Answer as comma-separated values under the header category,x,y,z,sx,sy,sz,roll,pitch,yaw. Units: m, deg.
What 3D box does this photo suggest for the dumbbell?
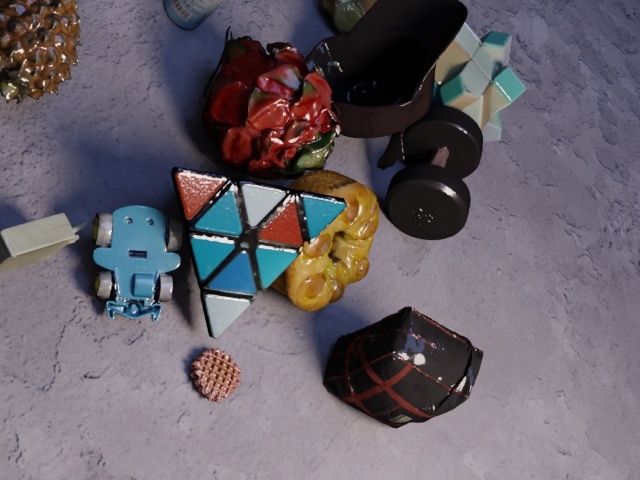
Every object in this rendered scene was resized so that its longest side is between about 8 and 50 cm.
category,x,y,z,sx,sy,sz,roll,pitch,yaw
dumbbell,0.211,-0.123,2.100,0.152,0.152,0.218,37,45,-20

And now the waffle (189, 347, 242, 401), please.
category,x,y,z,sx,sy,sz,roll,pitch,yaw
waffle,-0.153,0.194,1.655,0.083,0.029,0.075,-27,84,-46

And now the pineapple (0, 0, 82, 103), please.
category,x,y,z,sx,sy,sz,roll,pitch,yaw
pineapple,-0.417,-0.272,1.612,0.166,0.166,0.193,28,56,-28

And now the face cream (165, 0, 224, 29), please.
category,x,y,z,sx,sy,sz,roll,pitch,yaw
face cream,-0.166,-0.439,1.889,0.075,0.229,0.075,23,51,-32

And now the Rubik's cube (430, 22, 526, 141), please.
category,x,y,z,sx,sy,sz,roll,pitch,yaw
Rubik's cube,0.270,-0.296,2.218,0.265,0.213,0.224,54,41,-7

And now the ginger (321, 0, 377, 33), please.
category,x,y,z,sx,sy,sz,roll,pitch,yaw
ginger,0.072,-0.488,2.264,0.137,0.074,0.213,33,40,-23

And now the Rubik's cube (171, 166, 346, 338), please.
category,x,y,z,sx,sy,sz,roll,pitch,yaw
Rubik's cube,-0.148,0.024,1.631,0.250,0.284,0.234,12,88,-65

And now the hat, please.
category,x,y,z,sx,sy,sz,roll,pitch,yaw
hat,0.136,-0.290,2.069,0.238,0.336,0.209,52,1,36

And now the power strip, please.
category,x,y,z,sx,sy,sz,roll,pitch,yaw
power strip,-0.376,0.000,1.535,0.175,0.075,0.042,-21,81,-49

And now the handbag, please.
category,x,y,z,sx,sy,sz,roll,pitch,yaw
handbag,0.123,0.197,1.773,0.169,0.215,0.155,34,54,-17

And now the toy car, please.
category,x,y,z,sx,sy,sz,roll,pitch,yaw
toy car,-0.263,0.032,1.624,0.126,0.098,0.161,3,88,-18

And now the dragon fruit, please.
category,x,y,z,sx,sy,sz,roll,pitch,yaw
dragon fruit,-0.086,-0.223,1.858,0.234,0.234,0.293,10,44,-39

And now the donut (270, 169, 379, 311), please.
category,x,y,z,sx,sy,sz,roll,pitch,yaw
donut,0.001,-0.002,1.796,0.114,0.226,0.227,27,32,29
